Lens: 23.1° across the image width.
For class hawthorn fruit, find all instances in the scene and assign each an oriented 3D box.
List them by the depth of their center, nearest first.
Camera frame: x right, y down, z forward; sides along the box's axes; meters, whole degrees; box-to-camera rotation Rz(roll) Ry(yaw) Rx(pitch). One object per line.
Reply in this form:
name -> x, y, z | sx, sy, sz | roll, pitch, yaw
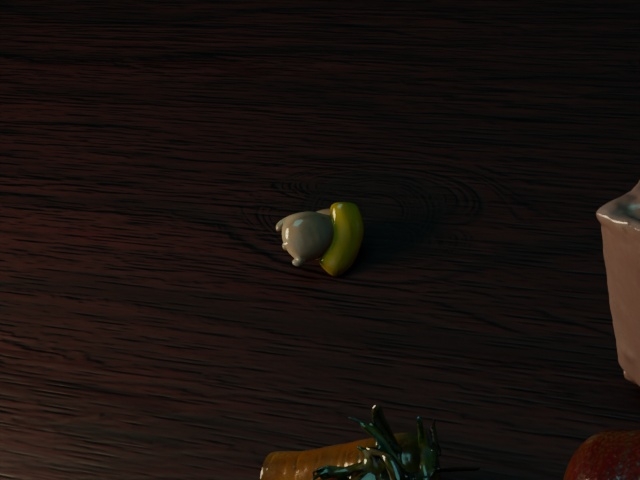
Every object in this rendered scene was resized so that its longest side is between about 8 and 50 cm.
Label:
hawthorn fruit -> 0.309, 0.274, 1.501 | 0.169, 0.169, 0.188 | 5, 57, 27

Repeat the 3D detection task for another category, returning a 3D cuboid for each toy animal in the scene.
toy animal -> 0.000, 0.000, 2.010 | 0.114, 0.091, 0.082 | -16, 9, -16

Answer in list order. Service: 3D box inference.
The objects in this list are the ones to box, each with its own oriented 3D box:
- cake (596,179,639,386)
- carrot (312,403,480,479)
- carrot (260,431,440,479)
cake -> 0.484, 0.036, 1.605 | 0.307, 0.293, 0.314 | -32, 35, -19
carrot -> 0.054, 0.318, 1.469 | 0.214, 0.331, 0.193 | 4, 42, -2
carrot -> 0.033, 0.257, 1.689 | 0.193, 0.087, 0.087 | -13, 38, 25
